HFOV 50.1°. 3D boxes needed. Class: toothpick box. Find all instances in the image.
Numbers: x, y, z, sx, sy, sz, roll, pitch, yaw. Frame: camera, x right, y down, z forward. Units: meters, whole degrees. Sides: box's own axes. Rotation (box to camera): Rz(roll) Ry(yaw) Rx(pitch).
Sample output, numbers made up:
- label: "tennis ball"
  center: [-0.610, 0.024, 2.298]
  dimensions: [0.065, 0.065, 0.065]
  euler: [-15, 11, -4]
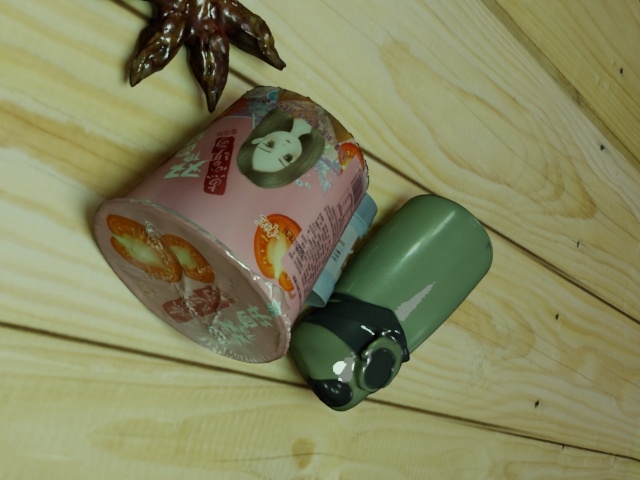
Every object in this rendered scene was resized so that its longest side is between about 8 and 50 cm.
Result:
- label: "toothpick box"
  center: [0.000, 0.000, 0.922]
  dimensions: [0.101, 0.101, 0.153]
  euler: [45, 66, -39]

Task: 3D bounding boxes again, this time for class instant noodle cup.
- label: "instant noodle cup"
  center: [-0.081, -0.028, 0.756]
  dimensions: [0.231, 0.242, 0.243]
  euler: [-55, 129, -31]

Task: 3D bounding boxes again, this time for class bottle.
- label: "bottle"
  center: [0.095, 0.091, 0.986]
  dimensions: [0.347, 0.168, 0.169]
  euler: [-44, 124, -27]

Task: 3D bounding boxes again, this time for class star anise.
- label: "star anise"
  center: [-0.132, -0.288, 0.763]
  dimensions: [0.288, 0.088, 0.289]
  euler: [-6, 98, -45]
